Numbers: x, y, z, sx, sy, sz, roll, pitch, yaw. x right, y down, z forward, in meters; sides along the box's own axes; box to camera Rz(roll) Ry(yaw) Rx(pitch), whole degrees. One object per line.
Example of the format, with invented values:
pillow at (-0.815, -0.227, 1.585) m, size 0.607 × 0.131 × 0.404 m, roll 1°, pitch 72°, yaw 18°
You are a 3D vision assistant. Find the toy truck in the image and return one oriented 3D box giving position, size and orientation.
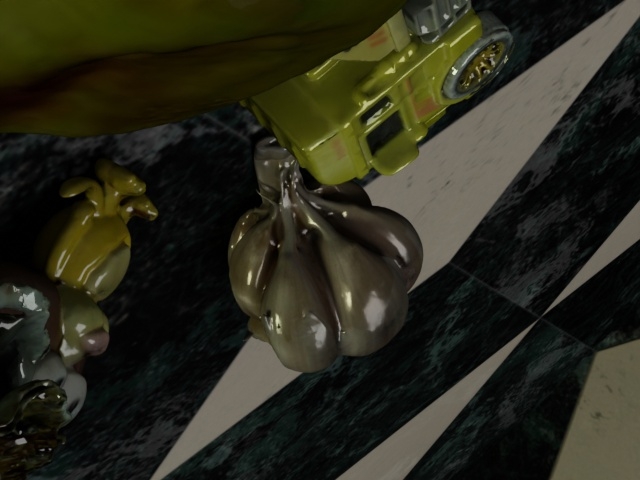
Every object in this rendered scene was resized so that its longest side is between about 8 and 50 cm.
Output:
toy truck at (-0.007, -0.121, 0.696) m, size 0.157 × 0.124 × 0.272 m, roll -41°, pitch 160°, yaw -4°

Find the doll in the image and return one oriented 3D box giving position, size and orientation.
doll at (-0.159, 0.041, 0.802) m, size 0.188 × 0.096 × 0.145 m, roll -57°, pitch 166°, yaw 10°

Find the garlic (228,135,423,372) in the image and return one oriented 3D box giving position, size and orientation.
garlic at (0.000, 0.000, 0.998) m, size 0.131 × 0.127 × 0.194 m, roll -30°, pitch 138°, yaw -23°

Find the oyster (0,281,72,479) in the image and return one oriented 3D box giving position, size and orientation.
oyster at (-0.247, 0.101, 0.673) m, size 0.267 × 0.112 × 0.198 m, roll -16°, pitch 157°, yaw -20°

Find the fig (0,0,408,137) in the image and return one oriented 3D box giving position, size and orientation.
fig at (-0.051, -0.160, 0.403) m, size 0.239 × 0.239 × 0.271 m, roll -61°, pitch 179°, yaw 42°
